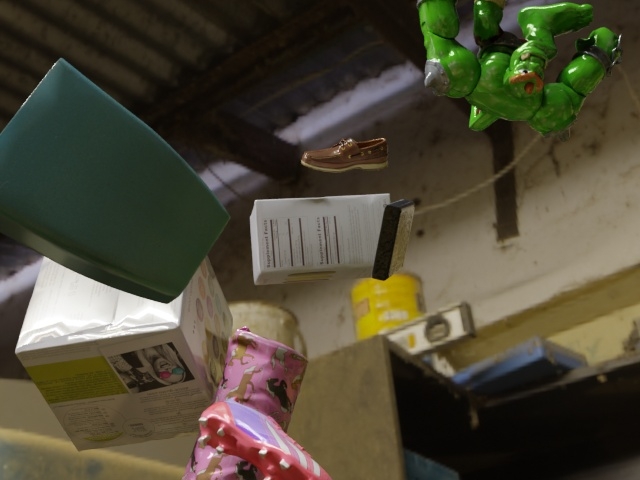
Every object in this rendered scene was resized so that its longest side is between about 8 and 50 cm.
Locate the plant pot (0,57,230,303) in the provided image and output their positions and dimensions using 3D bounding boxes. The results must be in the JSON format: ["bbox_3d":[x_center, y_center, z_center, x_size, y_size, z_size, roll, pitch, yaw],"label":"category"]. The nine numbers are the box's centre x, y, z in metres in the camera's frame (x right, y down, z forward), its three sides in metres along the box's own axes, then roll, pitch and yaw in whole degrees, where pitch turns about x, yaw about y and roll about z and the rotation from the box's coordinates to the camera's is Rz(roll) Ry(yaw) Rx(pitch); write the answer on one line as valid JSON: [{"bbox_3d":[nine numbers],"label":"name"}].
[{"bbox_3d":[-0.228,-0.039,0.934,0.234,0.166,0.165,35,-17,-9],"label":"plant pot"}]

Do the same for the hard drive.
[{"bbox_3d":[0.096,-0.003,1.125,0.022,0.094,0.135,12,8,12],"label":"hard drive"}]

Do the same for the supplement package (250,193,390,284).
[{"bbox_3d":[0.000,0.000,1.571,0.243,0.134,0.139,-3,-11,-9],"label":"supplement package"}]

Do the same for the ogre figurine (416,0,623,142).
[{"bbox_3d":[0.161,-0.156,0.728,0.197,0.118,0.096,24,-19,-35],"label":"ogre figurine"}]

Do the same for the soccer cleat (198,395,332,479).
[{"bbox_3d":[-0.066,0.299,1.245,0.248,0.095,0.083,23,-57,29],"label":"soccer cleat"}]

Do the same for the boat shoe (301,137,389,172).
[{"bbox_3d":[0.048,-0.167,1.648,0.177,0.064,0.060,-4,-64,-21],"label":"boat shoe"}]

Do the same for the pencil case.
[{"bbox_3d":[-0.154,0.364,1.640,0.167,0.386,0.160,25,-15,-16],"label":"pencil case"}]

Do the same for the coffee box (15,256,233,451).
[{"bbox_3d":[-0.397,0.204,1.865,0.337,0.338,0.335,-10,-50,7],"label":"coffee box"}]
